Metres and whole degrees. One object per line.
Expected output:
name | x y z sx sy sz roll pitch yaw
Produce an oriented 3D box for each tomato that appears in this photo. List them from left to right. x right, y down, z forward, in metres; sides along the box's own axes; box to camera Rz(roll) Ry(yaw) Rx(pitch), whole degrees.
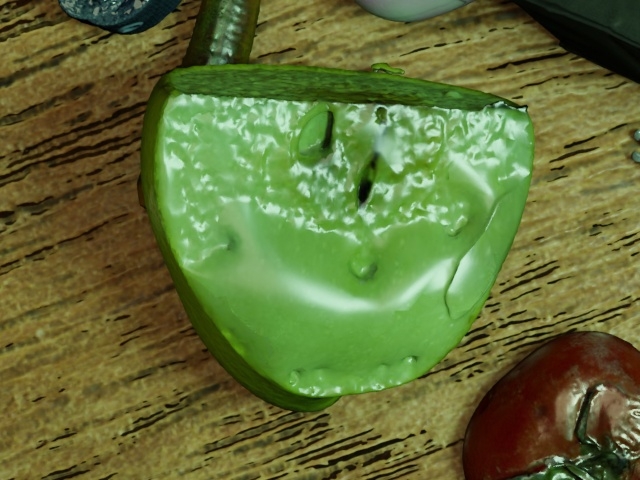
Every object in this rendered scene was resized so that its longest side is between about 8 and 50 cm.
tomato | 0.249 0.200 1.615 0.228 0.101 0.228 0 90 4

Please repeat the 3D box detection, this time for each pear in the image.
pear | 0.000 0.000 1.588 0.342 0.238 0.318 3 100 -11

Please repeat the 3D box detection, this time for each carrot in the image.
carrot | -0.113 -0.148 1.681 0.070 0.070 0.260 17 88 6

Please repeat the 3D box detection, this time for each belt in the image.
belt | -0.168 -0.297 1.658 0.122 0.128 0.218 36 93 5

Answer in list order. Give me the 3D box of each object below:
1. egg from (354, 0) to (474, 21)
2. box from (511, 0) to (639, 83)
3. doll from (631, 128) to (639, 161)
egg | 0.128 -0.319 1.598 0.196 0.196 0.271 30 92 6
box | 0.355 -0.294 1.514 0.251 0.204 0.345 30 97 29
doll | 0.338 -0.060 1.645 0.057 0.039 0.114 -13 74 -37
